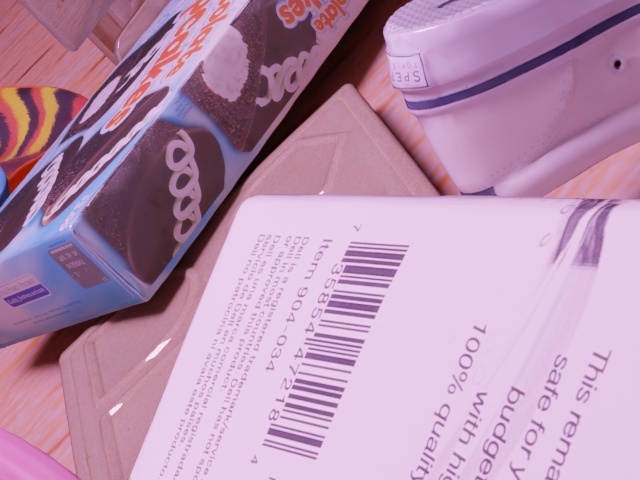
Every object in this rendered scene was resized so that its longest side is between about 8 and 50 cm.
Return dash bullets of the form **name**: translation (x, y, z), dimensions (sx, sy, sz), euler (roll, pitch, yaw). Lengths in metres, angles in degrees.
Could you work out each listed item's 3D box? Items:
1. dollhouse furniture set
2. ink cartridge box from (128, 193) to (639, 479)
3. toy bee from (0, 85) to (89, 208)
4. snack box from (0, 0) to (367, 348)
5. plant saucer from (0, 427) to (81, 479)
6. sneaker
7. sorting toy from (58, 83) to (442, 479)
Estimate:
- **dollhouse furniture set**: translation (-0.156, -0.145, 1.129), dimensions (0.151, 0.144, 0.123), euler (-10, 42, 51)
- **ink cartridge box**: translation (0.053, 0.098, 0.405), dimensions (0.273, 0.114, 0.198), euler (4, 70, 59)
- **toy bee**: translation (-0.267, -0.016, 1.044), dimensions (0.298, 0.162, 0.195), euler (-43, -32, -65)
- **snack box**: translation (-0.073, -0.086, 0.969), dimensions (0.187, 0.060, 0.322), euler (-19, 31, 55)
- **plant saucer**: translation (-0.204, 0.195, 0.575), dimensions (0.332, 0.332, 0.084), euler (-73, -8, -45)
- **sneaker**: translation (0.151, -0.090, 0.629), dimensions (0.258, 0.091, 0.094), euler (-24, 20, -1)
- **sorting toy**: translation (0.000, 0.000, 0.793), dimensions (0.307, 0.041, 0.229), euler (-43, 20, 6)
